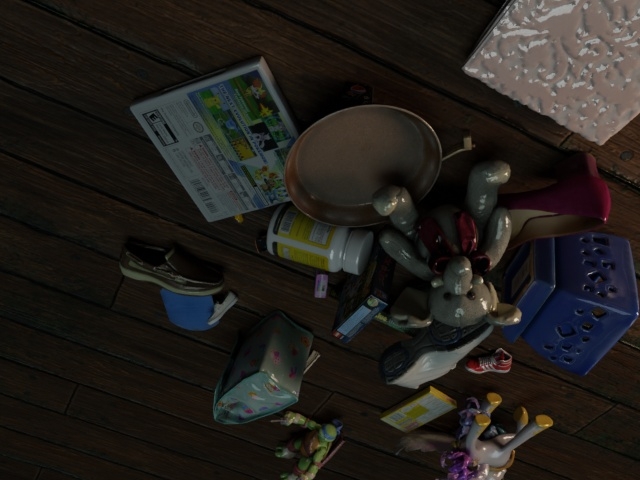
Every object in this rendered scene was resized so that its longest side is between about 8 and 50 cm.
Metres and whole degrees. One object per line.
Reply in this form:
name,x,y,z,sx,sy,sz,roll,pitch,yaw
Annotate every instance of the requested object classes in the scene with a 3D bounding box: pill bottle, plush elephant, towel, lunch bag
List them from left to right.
lunch bag,-0.164,0.337,1.947,0.160,0.223,0.262,40,129,-20
towel,-0.071,0.362,2.042,0.023,0.113,0.152,46,131,3
pill bottle,0.000,0.000,1.633,0.208,0.119,0.119,16,137,17
plush elephant,0.259,0.051,1.489,0.271,0.255,0.330,-9,133,2
towel,0.464,-0.345,1.309,0.331,0.053,0.317,25,133,-15

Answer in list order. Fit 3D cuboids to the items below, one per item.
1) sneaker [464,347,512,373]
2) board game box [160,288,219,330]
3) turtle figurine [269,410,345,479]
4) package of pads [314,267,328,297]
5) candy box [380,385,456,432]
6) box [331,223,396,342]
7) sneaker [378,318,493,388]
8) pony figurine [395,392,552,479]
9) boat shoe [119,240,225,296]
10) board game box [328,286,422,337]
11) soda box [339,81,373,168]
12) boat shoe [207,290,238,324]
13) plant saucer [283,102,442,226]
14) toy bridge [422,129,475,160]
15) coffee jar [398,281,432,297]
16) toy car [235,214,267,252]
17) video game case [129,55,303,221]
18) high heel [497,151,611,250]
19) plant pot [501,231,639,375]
sneaker,0.434,0.309,1.954,0.118,0.042,0.067,0,138,-2
board game box,-0.329,0.157,1.931,0.133,0.033,0.169,-2,126,11
turtle figurine,-0.083,0.618,2.232,0.198,0.274,0.266,46,138,12
package of pads,0.002,0.091,1.803,0.032,0.050,0.083,3,134,-2
candy box,0.276,0.482,2.157,0.105,0.027,0.206,31,131,-25
box,0.102,0.091,1.659,0.044,0.233,0.159,31,130,-11
sneaker,0.275,0.247,1.746,0.297,0.111,0.129,-34,136,28
pony figurine,0.421,0.592,2.094,0.351,0.303,0.363,5,125,-15
boat shoe,-0.352,0.062,1.801,0.257,0.095,0.095,11,129,-1
board game box,0.153,0.185,1.827,0.259,0.136,0.030,26,90,-17
soda box,0.061,-0.223,1.486,0.060,0.053,0.169,10,134,-1
boat shoe,-0.251,0.166,1.898,0.100,0.035,0.035,-44,108,-7
plant saucer,0.080,-0.151,1.483,0.310,0.050,0.311,-5,137,-4
toy bridge,0.214,-0.182,1.523,0.188,0.026,0.063,-3,136,12
coffee jar,0.272,0.128,1.765,0.184,0.096,0.079,-26,90,29
toy car,-0.145,-0.027,1.735,0.122,0.060,0.040,59,163,-19
video game case,-0.180,-0.195,1.565,0.300,0.036,0.329,-14,130,21
high heel,0.409,-0.021,1.540,0.127,0.181,0.377,30,131,-20
plant pot,0.516,0.111,1.625,0.212,0.236,0.236,19,134,-2
